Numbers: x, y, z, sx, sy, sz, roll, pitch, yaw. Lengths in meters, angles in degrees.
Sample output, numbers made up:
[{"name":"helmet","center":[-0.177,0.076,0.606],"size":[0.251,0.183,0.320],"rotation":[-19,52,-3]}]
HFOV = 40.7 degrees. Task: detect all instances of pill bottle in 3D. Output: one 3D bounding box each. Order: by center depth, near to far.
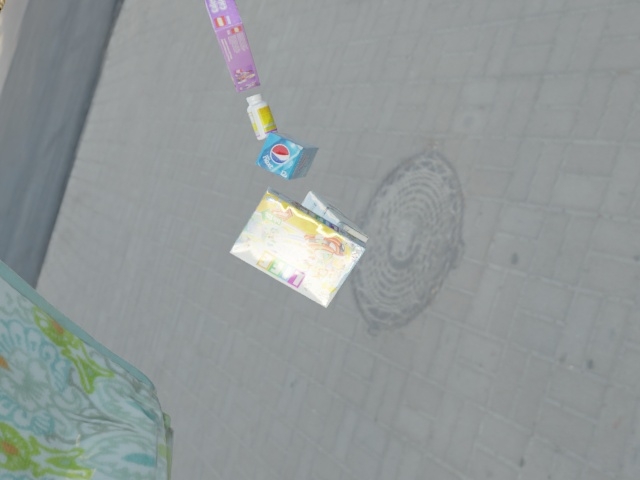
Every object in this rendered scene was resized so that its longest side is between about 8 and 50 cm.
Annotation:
[{"name":"pill bottle","center":[-0.114,-0.238,1.658],"size":[0.043,0.043,0.083],"rotation":[-3,108,61]}]

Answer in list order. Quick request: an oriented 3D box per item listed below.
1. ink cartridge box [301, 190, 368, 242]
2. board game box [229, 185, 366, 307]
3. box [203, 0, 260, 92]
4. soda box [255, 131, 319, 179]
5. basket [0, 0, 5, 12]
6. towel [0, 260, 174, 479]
[{"name":"ink cartridge box","center":[0.000,0.000,1.385],"size":[0.109,0.063,0.150],"rotation":[-55,28,8]},{"name":"board game box","center":[-0.030,0.010,1.170],"size":[0.103,0.154,0.026],"rotation":[-57,8,19]},{"name":"box","center":[-0.191,-0.446,1.727],"size":[0.293,0.057,0.201],"rotation":[78,173,-77]},{"name":"soda box","center":[-0.060,-0.162,1.647],"size":[0.067,0.071,0.210],"rotation":[-65,-5,8]},{"name":"basket","center":[-0.642,-0.432,1.380],"size":[0.213,0.223,0.299],"rotation":[43,110,41]},{"name":"towel","center":[-0.251,0.108,0.557],"size":[0.090,0.374,0.320],"rotation":[-45,21,11]}]
